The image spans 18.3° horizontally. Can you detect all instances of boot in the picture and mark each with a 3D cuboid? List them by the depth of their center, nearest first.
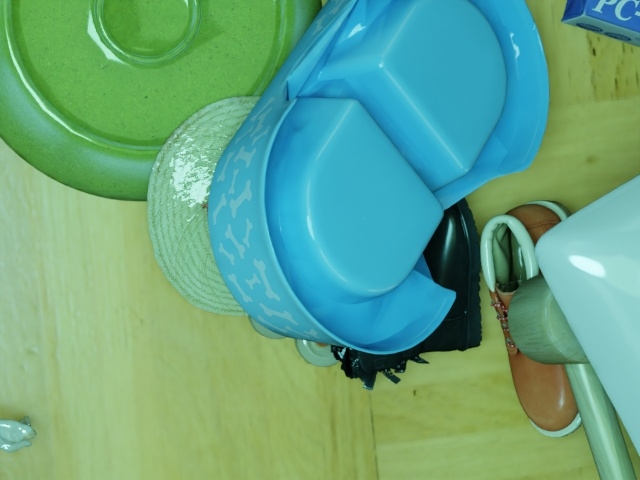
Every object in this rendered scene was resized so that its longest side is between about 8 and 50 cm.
[{"bbox_3d":[0.053,0.031,1.294,0.099,0.045,0.121,-12,107,-22],"label":"boot"},{"bbox_3d":[0.136,0.054,1.298,0.059,0.085,0.157,-8,89,27],"label":"boot"}]

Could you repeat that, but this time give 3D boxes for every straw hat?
[{"bbox_3d":[-0.037,-0.015,1.245,0.145,0.061,0.144,-4,103,-17],"label":"straw hat"}]

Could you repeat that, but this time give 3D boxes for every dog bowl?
[{"bbox_3d":[0.035,-0.058,1.222,0.166,0.074,0.297,50,53,-25],"label":"dog bowl"}]

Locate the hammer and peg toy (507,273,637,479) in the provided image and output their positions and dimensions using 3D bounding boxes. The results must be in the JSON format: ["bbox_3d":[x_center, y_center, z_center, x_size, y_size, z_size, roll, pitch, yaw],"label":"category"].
[{"bbox_3d":[0.286,0.100,1.304,0.361,0.127,0.265,-5,93,-20],"label":"hammer and peg toy"}]

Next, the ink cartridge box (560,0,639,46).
[{"bbox_3d":[0.276,-0.166,1.351,0.207,0.046,0.097,16,86,-13],"label":"ink cartridge box"}]

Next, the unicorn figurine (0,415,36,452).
[{"bbox_3d":[-0.230,0.143,1.230,0.111,0.060,0.161,-11,94,-14],"label":"unicorn figurine"}]

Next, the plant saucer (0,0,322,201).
[{"bbox_3d":[-0.112,-0.145,1.263,0.241,0.037,0.241,0,92,-14],"label":"plant saucer"}]

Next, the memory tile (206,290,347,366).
[{"bbox_3d":[0.000,0.000,1.306,0.113,0.012,0.148,33,84,-12],"label":"memory tile"}]

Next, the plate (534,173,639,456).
[{"bbox_3d":[0.304,0.052,1.217,0.277,0.045,0.278,-32,102,-18],"label":"plate"}]
